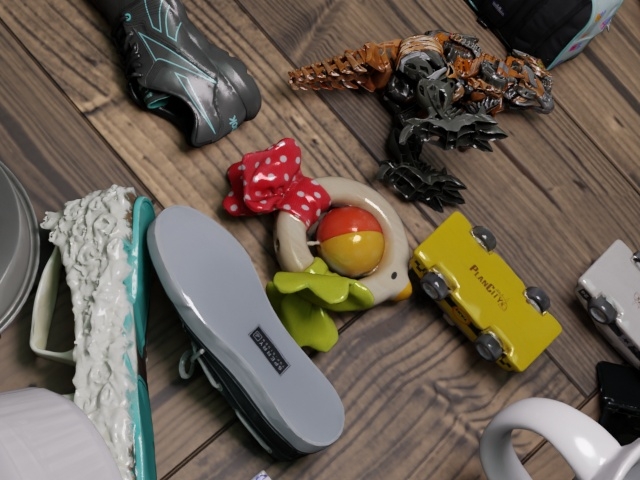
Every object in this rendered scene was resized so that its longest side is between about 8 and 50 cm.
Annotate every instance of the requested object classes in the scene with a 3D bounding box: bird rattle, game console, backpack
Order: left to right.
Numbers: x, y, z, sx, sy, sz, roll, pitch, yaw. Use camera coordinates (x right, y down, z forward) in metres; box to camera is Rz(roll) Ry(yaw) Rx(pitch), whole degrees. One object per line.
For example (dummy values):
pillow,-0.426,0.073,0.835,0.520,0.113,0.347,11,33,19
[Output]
bird rattle,0.000,0.000,1.697,0.207,0.143,0.253,-1,57,-28
backpack,0.294,-0.316,1.834,0.144,0.188,0.165,-30,80,-23
game console,0.378,0.212,1.760,0.122,0.071,0.107,14,97,-10

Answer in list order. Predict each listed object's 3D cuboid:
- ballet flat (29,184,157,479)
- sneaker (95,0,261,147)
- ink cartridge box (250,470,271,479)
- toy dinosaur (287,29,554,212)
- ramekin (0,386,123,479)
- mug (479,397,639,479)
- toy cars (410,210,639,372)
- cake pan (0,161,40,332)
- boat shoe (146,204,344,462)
ballet flat,-0.237,0.137,1.561,0.147,0.147,0.408,3,65,-15
sneaker,-0.189,-0.220,1.710,0.267,0.101,0.106,44,67,4
ink cartridge box,-0.021,0.419,1.541,0.165,0.065,0.332,-35,84,-24
toy dinosaur,0.127,-0.168,1.782,0.322,0.164,0.218,-7,57,1
ramekin,-0.282,0.264,1.422,0.127,0.273,0.272,-18,76,-34
mug,0.311,0.316,1.528,0.276,0.328,0.374,-39,84,-25
toy cars,0.279,0.082,1.744,0.394,0.087,0.176,10,73,-16
cake pan,-0.443,-0.004,1.562,0.293,0.054,0.293,4,64,-9
boat shoe,-0.098,0.105,1.605,0.306,0.105,0.113,51,46,-6
